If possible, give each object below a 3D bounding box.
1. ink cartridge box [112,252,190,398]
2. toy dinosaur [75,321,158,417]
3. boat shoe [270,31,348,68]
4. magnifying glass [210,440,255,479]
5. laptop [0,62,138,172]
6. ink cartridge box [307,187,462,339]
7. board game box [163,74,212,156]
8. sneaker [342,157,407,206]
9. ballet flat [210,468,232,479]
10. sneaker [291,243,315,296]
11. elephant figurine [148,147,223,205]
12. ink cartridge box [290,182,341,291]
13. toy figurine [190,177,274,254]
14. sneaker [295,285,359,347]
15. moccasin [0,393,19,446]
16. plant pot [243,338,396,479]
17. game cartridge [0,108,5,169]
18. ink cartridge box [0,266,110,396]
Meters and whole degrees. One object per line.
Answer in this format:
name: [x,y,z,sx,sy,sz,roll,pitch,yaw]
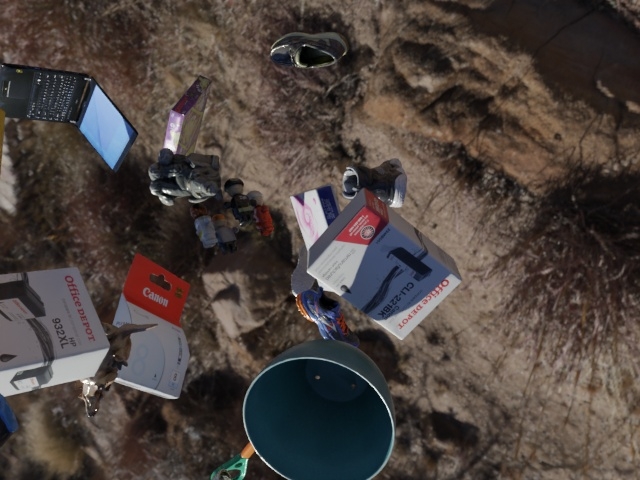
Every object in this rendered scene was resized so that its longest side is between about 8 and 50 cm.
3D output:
ink cartridge box: [-0.507,0.271,1.961,0.091,0.385,0.308,2,158,25]
toy dinosaur: [-0.513,0.282,1.514,0.127,0.296,0.200,41,176,2]
boat shoe: [-0.040,-0.460,1.542,0.223,0.073,0.080,5,138,33]
magnifying glass: [-0.213,0.588,1.676,0.092,0.026,0.231,17,119,-37]
laptop: [-0.567,-0.261,1.396,0.264,0.137,0.234,1,163,-30]
ink cartridge box: [0.136,0.053,1.354,0.273,0.114,0.197,36,109,-15]
board game box: [-0.423,-0.313,1.929,0.056,0.208,0.347,22,135,-6]
sneaker: [0.132,-0.160,1.627,0.153,0.268,0.101,6,108,-4]
ballet flat: [-0.193,0.567,1.347,0.052,0.057,0.168,-56,48,21]
sneaker: [-0.054,0.125,2.347,0.090,0.235,0.095,10,140,6]
elephant figurine: [-0.334,-0.163,1.732,0.239,0.186,0.169,7,147,21]
ink cartridge box: [0.000,0.000,1.976,0.330,0.071,0.324,-7,102,68]
toy figurine: [-0.264,-0.070,1.858,0.209,0.213,0.148,-28,73,15]
sneaker: [0.031,0.214,1.721,0.087,0.083,0.221,-39,102,27]
moccasin: [-0.579,0.268,0.849,0.342,0.117,0.138,-18,109,21]
plant pot: [0.014,0.311,1.254,0.290,0.195,0.290,4,111,12]
game cartridge: [-0.691,-0.167,1.094,0.052,0.324,0.285,-20,150,19]
ink cartridge box: [-0.631,0.190,1.303,0.129,0.307,0.223,-51,60,36]
